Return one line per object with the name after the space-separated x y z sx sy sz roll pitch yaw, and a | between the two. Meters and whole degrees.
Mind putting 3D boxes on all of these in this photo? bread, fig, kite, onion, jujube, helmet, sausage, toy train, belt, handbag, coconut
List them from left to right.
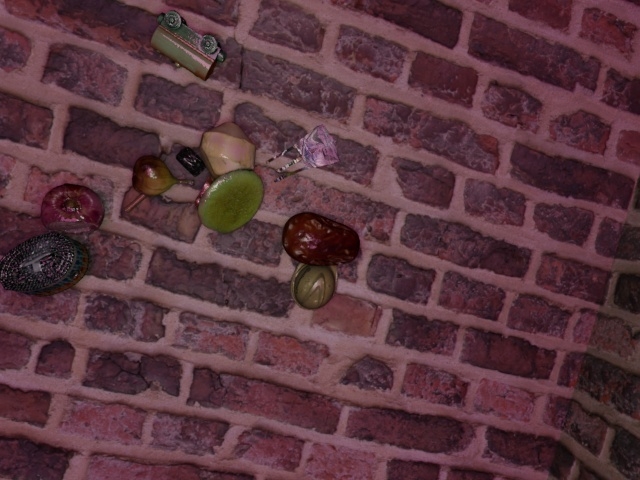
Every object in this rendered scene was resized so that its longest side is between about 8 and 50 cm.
-1.035 0.101 1.685 0.294 0.160 0.207 -31 80 -6 | belt
-0.931 -0.125 1.680 0.207 0.200 0.201 -3 96 4 | onion
-0.731 -0.158 1.781 0.116 0.026 0.026 -44 100 -4 | sausage
-0.618 -0.232 1.738 0.230 0.143 0.160 27 121 -17 | fig
-0.514 -0.749 1.727 0.285 0.116 0.177 31 102 -11 | toy train
-0.506 -0.318 1.746 0.072 0.139 0.115 -45 99 -11 | handbag
-0.446 -0.155 1.806 0.119 0.067 0.193 -26 100 -15 | bread
-0.356 -0.346 1.733 0.197 0.236 0.237 8 95 25 | coconut
-0.334 -0.148 1.736 0.301 0.301 0.045 -45 61 -3 | bread
-0.078 -0.364 1.876 0.309 0.015 0.170 -23 98 -9 | kite
-0.017 0.182 1.871 0.203 0.137 0.258 14 92 -10 | helmet
0.000 0.000 1.822 0.317 0.223 0.223 10 93 -19 | jujube
